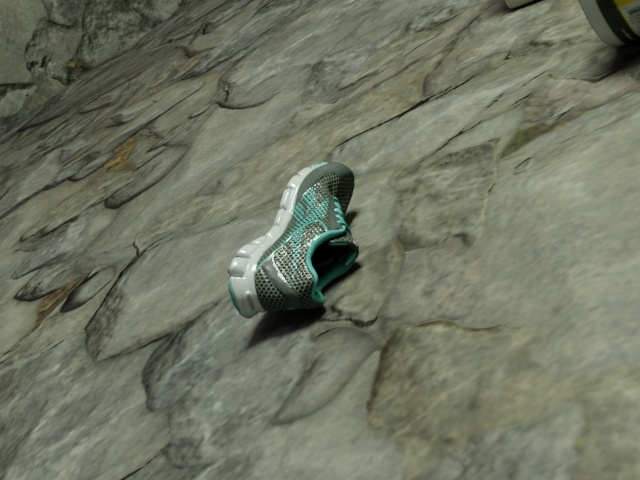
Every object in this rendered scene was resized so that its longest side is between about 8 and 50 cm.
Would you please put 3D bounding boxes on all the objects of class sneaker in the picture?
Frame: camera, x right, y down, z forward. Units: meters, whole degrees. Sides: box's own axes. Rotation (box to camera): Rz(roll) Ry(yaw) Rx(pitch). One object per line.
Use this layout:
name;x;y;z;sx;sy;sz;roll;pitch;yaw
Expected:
sneaker;0.000;0.000;0.772;0.076;0.065;0.166;2;41;30

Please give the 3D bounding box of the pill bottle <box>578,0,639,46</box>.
pill bottle;0.295;-0.235;0.758;0.209;0.119;0.119;-19;26;30

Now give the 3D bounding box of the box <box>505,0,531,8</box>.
box;0.267;-0.348;0.986;0.232;0.148;0.127;-13;29;40
